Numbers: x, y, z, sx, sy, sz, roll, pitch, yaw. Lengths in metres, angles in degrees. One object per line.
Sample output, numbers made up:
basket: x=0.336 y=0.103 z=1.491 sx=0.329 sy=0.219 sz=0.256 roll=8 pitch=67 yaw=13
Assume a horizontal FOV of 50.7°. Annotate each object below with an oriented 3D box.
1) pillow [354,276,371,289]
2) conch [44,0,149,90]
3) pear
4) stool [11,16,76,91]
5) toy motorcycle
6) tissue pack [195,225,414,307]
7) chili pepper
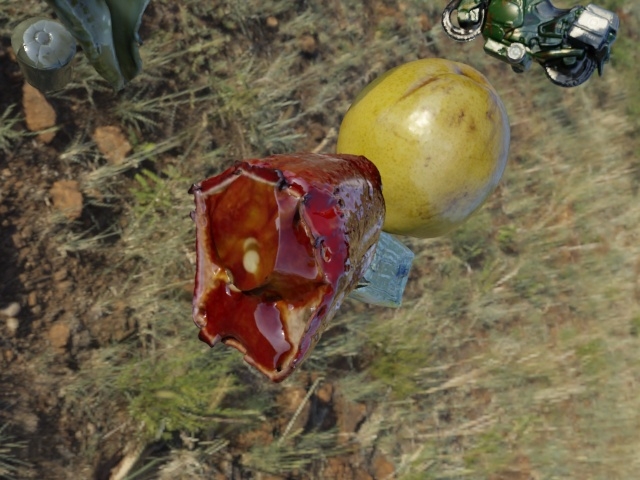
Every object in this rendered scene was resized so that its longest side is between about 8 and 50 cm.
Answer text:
pillow: x=-0.005 y=0.033 z=0.888 sx=0.048 sy=0.090 sz=0.150 roll=66 pitch=-8 yaw=-32
conch: x=-0.252 y=-0.313 z=0.625 sx=0.386 sy=0.203 sz=0.170 roll=59 pitch=15 yaw=-68
pear: x=0.175 y=-0.156 z=1.164 sx=0.314 sy=0.314 sz=0.315 roll=32 pitch=52 yaw=-53
stool: x=-0.447 y=-0.300 z=1.098 sx=0.096 sy=0.110 sz=0.096 roll=5 pitch=70 yaw=-15
toy motorcycle: x=0.341 y=-0.361 z=1.065 sx=0.187 sy=0.274 sz=0.124 roll=-61 pitch=162 yaw=10
tissue pack: x=-0.026 y=0.013 z=1.429 sx=0.287 sy=0.387 sz=0.162 roll=30 pitch=78 yaw=-65
chili pepper: x=0.000 y=0.000 z=0.534 sx=0.144 sy=0.136 sz=0.252 roll=64 pitch=27 yaw=-1
